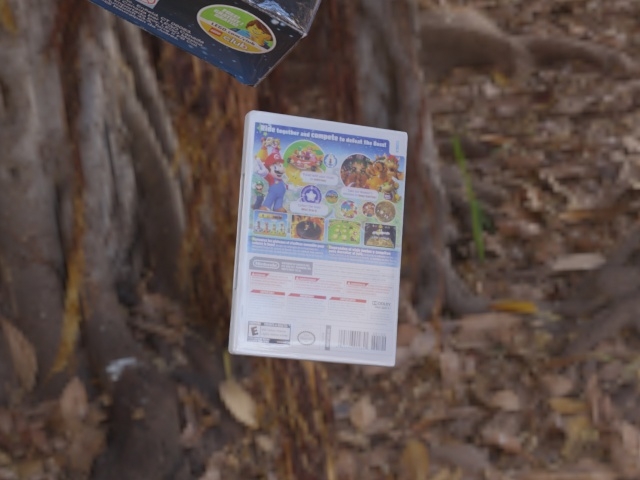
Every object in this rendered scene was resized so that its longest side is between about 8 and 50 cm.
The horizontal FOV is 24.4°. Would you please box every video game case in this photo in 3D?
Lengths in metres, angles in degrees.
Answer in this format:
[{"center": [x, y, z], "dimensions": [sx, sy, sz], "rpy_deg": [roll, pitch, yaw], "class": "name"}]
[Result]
[{"center": [0.000, 0.000, 0.747], "dimensions": [0.087, 0.122, 0.011], "rpy_deg": [6, -8, -20], "class": "video game case"}]

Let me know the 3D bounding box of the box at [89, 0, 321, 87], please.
[{"center": [-0.041, -0.181, 0.413], "dimensions": [0.159, 0.233, 0.044], "rpy_deg": [26, -22, -13], "class": "box"}]
